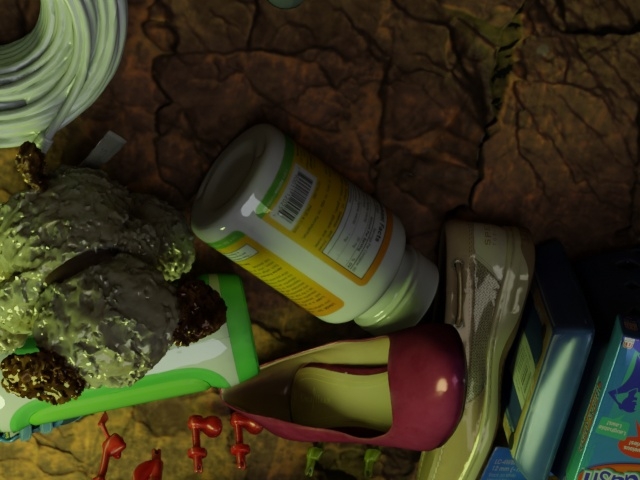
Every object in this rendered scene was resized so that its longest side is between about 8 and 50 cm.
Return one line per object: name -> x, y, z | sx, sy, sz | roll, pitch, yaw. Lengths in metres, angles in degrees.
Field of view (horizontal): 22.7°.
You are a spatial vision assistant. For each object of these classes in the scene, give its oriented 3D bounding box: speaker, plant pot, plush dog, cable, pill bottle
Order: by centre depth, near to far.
cable -> -0.309, -0.215, 1.502 | 0.257, 0.089, 0.257 | -43, 116, 13
plush dog -> -0.218, 0.041, 1.517 | 0.262, 0.225, 0.211 | -25, 146, -17
pill bottle -> 0.000, 0.000, 1.640 | 0.245, 0.136, 0.136 | 35, 108, -24
speaker -> -0.218, 0.116, 1.667 | 0.296, 0.131, 0.131 | -11, 119, -3
plant pot -> 0.313, 0.143, 1.720 | 0.212, 0.236, 0.236 | 10, 117, -8

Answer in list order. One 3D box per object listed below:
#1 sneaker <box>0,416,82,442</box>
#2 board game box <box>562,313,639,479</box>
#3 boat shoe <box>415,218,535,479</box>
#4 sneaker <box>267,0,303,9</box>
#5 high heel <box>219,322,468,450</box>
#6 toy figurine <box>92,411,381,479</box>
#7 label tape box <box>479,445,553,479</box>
sneaker -> -0.321, 0.192, 1.736 | 0.144, 0.059, 0.053 | -8, 117, -6
board game box -> 0.345, 0.189, 1.592 | 0.160, 0.047, 0.210 | 12, 116, -2
boat shoe -> 0.142, 0.137, 1.756 | 0.110, 0.122, 0.341 | 10, 106, -9
sneaker -> 0.012, -0.307, 1.497 | 0.083, 0.098, 0.224 | 25, 111, -21
high heel -> 0.021, 0.155, 1.621 | 0.181, 0.377, 0.127 | 3, 75, -15
toy figurine -> -0.107, 0.327, 1.832 | 0.362, 0.191, 0.217 | 2, 148, -18
label tape box -> 0.258, 0.422, 1.860 | 0.249, 0.115, 0.348 | 10, 108, -37
